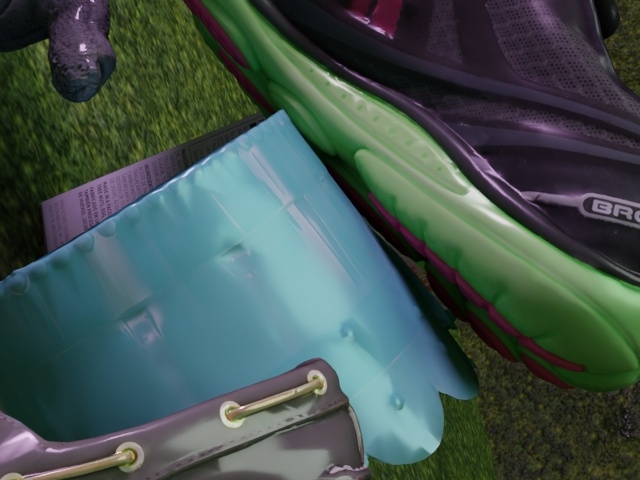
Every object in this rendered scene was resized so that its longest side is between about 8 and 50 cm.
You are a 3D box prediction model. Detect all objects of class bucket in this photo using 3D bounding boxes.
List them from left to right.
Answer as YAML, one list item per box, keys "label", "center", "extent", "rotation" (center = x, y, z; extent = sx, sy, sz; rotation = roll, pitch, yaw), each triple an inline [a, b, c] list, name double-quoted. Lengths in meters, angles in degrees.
- label: "bucket"
  center: [-0.075, 0.066, 0.735]
  extent: [0.183, 0.281, 0.281]
  rotation: [59, 14, -6]

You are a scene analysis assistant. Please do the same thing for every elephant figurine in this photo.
- label: "elephant figurine"
  center: [-0.208, -0.192, 0.867]
  extent: [0.169, 0.186, 0.239]
  rotation: [26, 62, -20]

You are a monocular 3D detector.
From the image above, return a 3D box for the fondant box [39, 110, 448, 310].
- label: "fondant box"
  center: [0.000, 0.000, 0.981]
  extent: [0.238, 0.330, 0.096]
  rotation: [48, 25, -58]

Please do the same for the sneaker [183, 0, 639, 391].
- label: "sneaker"
  center: [0.060, -0.127, 0.788]
  extent: [0.483, 0.202, 0.185]
  rotation: [48, -6, 20]

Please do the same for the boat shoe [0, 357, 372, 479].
- label: "boat shoe"
  center: [-0.119, 0.110, 0.528]
  extent: [0.109, 0.305, 0.091]
  rotation: [-37, -117, 61]
